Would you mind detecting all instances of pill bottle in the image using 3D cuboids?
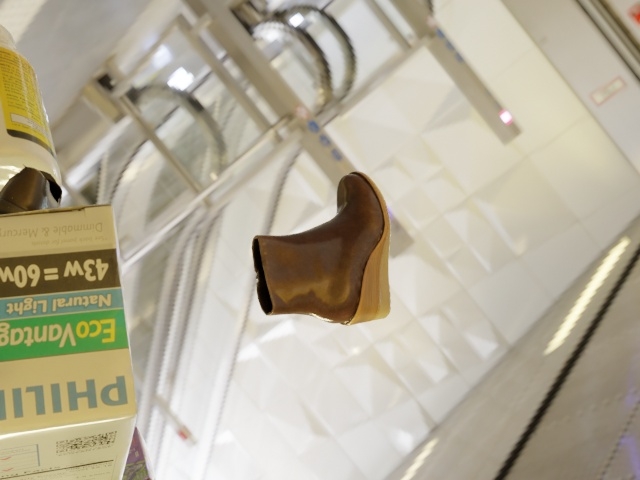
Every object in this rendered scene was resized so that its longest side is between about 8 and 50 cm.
[{"bbox_3d":[-0.517,-0.186,1.589,0.187,0.334,0.188,-14,143,-11],"label":"pill bottle"}]

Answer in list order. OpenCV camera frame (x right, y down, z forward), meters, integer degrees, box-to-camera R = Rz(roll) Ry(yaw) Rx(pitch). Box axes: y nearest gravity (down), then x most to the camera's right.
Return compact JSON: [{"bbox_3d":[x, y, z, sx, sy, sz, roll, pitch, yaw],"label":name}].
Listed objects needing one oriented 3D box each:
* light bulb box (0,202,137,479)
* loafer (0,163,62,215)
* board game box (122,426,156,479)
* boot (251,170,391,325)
[{"bbox_3d":[-0.388,0.144,1.096,0.357,0.225,0.361,-5,158,-16],"label":"light bulb box"},{"bbox_3d":[-0.337,-0.042,1.241,0.078,0.080,0.220,-62,-171,-8],"label":"loafer"},{"bbox_3d":[-0.404,0.446,1.873,0.208,0.056,0.347,-31,-169,-9],"label":"board game box"},{"bbox_3d":[0.000,0.000,1.489,0.206,0.249,0.090,7,153,-31],"label":"boot"}]
